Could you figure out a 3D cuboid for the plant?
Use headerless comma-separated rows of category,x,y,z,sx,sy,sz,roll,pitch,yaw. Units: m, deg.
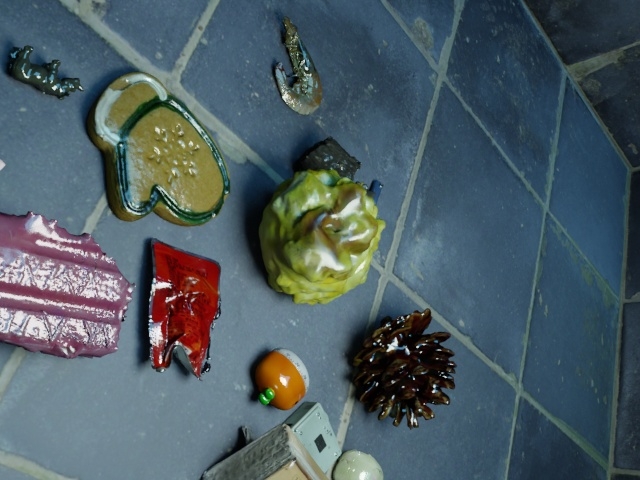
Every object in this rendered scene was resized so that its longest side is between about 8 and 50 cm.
plant,0.038,-0.155,1.669,0.203,0.142,0.131,60,37,-10

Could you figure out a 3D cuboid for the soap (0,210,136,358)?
soap,-0.474,0.072,1.079,0.325,0.127,0.220,23,67,-45

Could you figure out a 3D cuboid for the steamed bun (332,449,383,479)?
steamed bun,0.098,0.577,1.603,0.130,0.091,0.112,53,50,-25

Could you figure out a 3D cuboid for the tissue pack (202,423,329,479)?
tissue pack,-0.077,0.545,1.371,0.305,0.239,0.238,57,47,-21

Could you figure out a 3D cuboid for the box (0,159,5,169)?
box,-0.560,-0.093,1.034,0.043,0.125,0.089,50,48,-26

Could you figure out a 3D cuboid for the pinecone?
pinecone,0.220,0.325,1.678,0.298,0.242,0.295,13,69,-51

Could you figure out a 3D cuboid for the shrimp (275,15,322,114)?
shrimp,-0.065,-0.444,1.692,0.144,0.052,0.251,-32,105,-43

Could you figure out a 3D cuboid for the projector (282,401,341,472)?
projector,-0.020,0.465,1.528,0.115,0.061,0.147,-36,108,-46

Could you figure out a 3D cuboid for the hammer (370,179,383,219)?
hammer,0.139,-0.103,1.829,0.116,0.070,0.194,50,42,-27

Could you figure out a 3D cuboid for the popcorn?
popcorn,0.003,-0.003,1.506,0.312,0.312,0.312,13,72,-44

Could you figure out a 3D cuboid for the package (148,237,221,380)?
package,-0.271,0.141,1.331,0.194,0.071,0.269,36,52,-53

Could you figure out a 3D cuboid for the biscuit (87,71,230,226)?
biscuit,-0.329,-0.161,1.344,0.343,0.057,0.287,52,49,-25

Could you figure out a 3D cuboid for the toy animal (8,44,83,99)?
toy animal,-0.497,-0.299,1.206,0.136,0.047,0.065,22,71,-44

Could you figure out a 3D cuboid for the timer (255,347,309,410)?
timer,-0.091,0.314,1.456,0.136,0.099,0.136,23,54,-35
